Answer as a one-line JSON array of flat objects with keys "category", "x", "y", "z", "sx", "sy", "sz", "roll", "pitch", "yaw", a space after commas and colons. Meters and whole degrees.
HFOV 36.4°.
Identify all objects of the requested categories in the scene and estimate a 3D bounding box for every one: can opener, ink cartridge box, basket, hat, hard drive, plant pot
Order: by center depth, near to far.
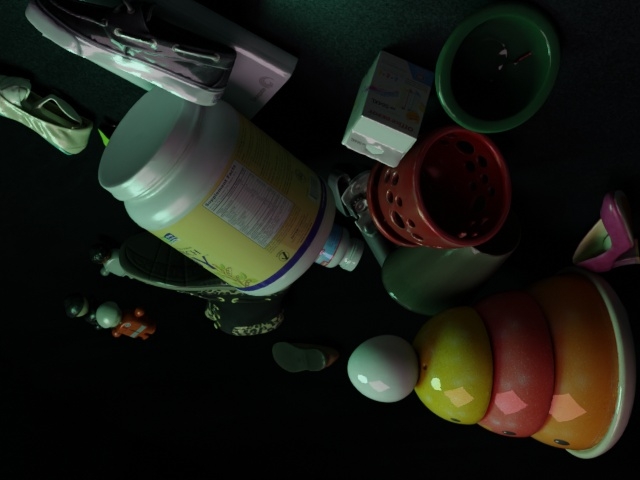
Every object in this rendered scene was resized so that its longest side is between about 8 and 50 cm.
[{"category": "hat", "x": 0.221, "y": -0.256, "z": 1.381, "sx": 0.173, "sy": 0.183, "sz": 0.208, "roll": 19, "pitch": 111, "yaw": -18}, {"category": "ink cartridge box", "x": 0.099, "y": -0.188, "z": 1.442, "sx": 0.092, "sy": 0.143, "sz": 0.090, "roll": 21, "pitch": 152, "yaw": -9}, {"category": "hard drive", "x": -0.241, "y": -0.303, "z": 1.526, "sx": 0.353, "sy": 0.047, "sz": 0.233, "roll": 26, "pitch": 151, "yaw": -18}, {"category": "plant pot", "x": 0.176, "y": -0.078, "z": 1.545, "sx": 0.191, "sy": 0.191, "sz": 0.174, "roll": 31, "pitch": 160, "yaw": -26}, {"category": "basket", "x": 0.244, "y": 0.021, "z": 1.740, "sx": 0.204, "sy": 0.154, "sz": 0.227, "roll": -2, "pitch": 154, "yaw": -22}, {"category": "can opener", "x": 0.093, "y": -0.041, "z": 1.819, "sx": 0.095, "sy": 0.076, "sz": 0.283, "roll": 38, "pitch": 168, "yaw": 36}]

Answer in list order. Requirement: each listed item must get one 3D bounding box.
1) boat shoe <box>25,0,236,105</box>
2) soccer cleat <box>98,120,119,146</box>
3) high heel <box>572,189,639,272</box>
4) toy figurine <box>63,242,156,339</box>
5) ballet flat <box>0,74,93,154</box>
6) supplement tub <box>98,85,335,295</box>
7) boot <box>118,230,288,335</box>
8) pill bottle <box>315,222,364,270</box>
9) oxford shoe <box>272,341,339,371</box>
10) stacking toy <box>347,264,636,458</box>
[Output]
[{"category": "boat shoe", "x": -0.267, "y": -0.299, "z": 1.395, "sx": 0.301, "sy": 0.108, "sz": 0.102, "roll": 24, "pitch": 119, "yaw": -6}, {"category": "soccer cleat", "x": -0.328, "y": -0.185, "z": 1.779, "sx": 0.179, "sy": 0.060, "sz": 0.072, "roll": 7, "pitch": 149, "yaw": 24}, {"category": "high heel", "x": 0.464, "y": -0.013, "z": 1.630, "sx": 0.117, "sy": 0.082, "sz": 0.244, "roll": -7, "pitch": 158, "yaw": 21}, {"category": "toy figurine", "x": -0.461, "y": 0.109, "z": 2.212, "sx": 0.213, "sy": 0.209, "sz": 0.148, "roll": 11, "pitch": 167, "yaw": 46}, {"category": "ballet flat", "x": -0.524, "y": -0.249, "z": 1.767, "sx": 0.248, "sy": 0.086, "sz": 0.086, "roll": 30, "pitch": 150, "yaw": -27}, {"category": "supplement tub", "x": -0.165, "y": -0.083, "z": 1.579, "sx": 0.241, "sy": 0.241, "sz": 0.331, "roll": -14, "pitch": 139, "yaw": 45}, {"category": "boot", "x": -0.243, "y": 0.100, "z": 2.155, "sx": 0.378, "sy": 0.138, "sz": 0.284, "roll": 3, "pitch": 153, "yaw": -2}, {"category": "pill bottle", "x": 0.000, "y": 0.000, "z": 1.902, "sx": 0.160, "sy": 0.087, "sz": 0.087, "roll": 24, "pitch": 152, "yaw": -12}, {"category": "oxford shoe", "x": -0.039, "y": 0.296, "z": 2.494, "sx": 0.212, "sy": 0.076, "sz": 0.076, "roll": 3, "pitch": -169, "yaw": 45}, {"category": "stacking toy", "x": 0.280, "y": 0.222, "z": 1.743, "sx": 0.480, "sy": 0.350, "sz": 0.350, "roll": 0, "pitch": 155, "yaw": -12}]
